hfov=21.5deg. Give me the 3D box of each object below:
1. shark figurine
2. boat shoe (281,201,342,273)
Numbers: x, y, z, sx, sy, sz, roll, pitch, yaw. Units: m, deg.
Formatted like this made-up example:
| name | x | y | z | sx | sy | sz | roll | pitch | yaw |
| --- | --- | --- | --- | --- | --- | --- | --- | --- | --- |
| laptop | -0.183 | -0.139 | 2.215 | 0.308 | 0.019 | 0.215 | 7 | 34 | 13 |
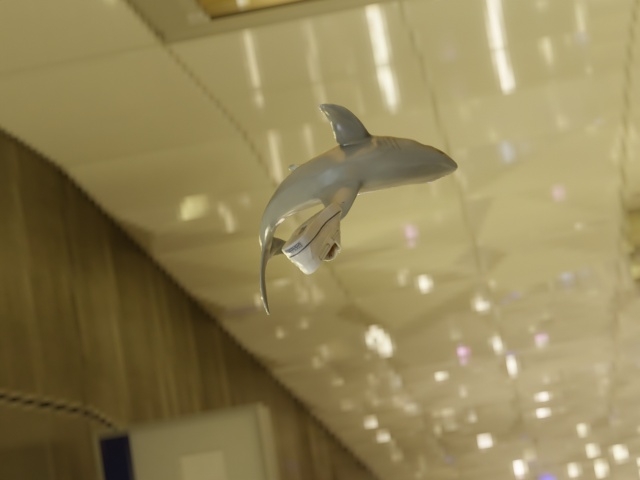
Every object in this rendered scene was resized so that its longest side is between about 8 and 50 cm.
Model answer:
| name | x | y | z | sx | sy | sz | roll | pitch | yaw |
| --- | --- | --- | --- | --- | --- | --- | --- | --- | --- |
| shark figurine | 0.001 | -0.038 | 1.890 | 0.166 | 0.278 | 0.116 | 39 | -150 | -35 |
| boat shoe | 0.000 | 0.000 | 1.335 | 0.035 | 0.035 | 0.100 | 54 | -158 | -7 |
